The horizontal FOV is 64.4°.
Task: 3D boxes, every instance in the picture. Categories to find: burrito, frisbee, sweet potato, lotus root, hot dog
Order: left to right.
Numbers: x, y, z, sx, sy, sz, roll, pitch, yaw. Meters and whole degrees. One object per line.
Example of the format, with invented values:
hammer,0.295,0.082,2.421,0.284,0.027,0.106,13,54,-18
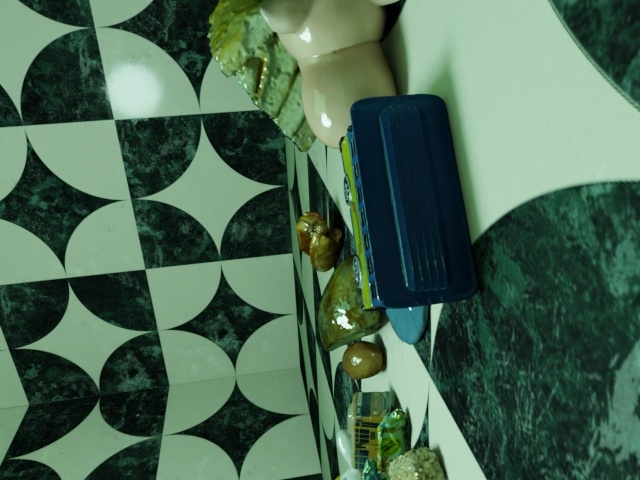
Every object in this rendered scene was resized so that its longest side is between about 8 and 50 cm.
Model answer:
hot dog,0.000,0.000,1.673,0.158,0.117,0.349,53,171,14
lotus root,0.057,0.148,1.165,0.314,0.141,0.210,83,176,-61
sweet potato,0.095,0.307,1.306,0.292,0.097,0.098,120,143,-77
burrito,0.138,0.488,1.089,0.054,0.104,0.288,-131,34,-60
frisbee,0.137,0.056,0.974,0.289,0.049,0.290,174,90,-82

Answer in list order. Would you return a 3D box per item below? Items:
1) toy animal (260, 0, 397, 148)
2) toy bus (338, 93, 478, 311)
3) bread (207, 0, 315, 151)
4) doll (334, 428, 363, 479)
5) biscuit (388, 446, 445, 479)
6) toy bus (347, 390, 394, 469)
toy animal,0.033,-0.327,0.906,0.269,0.236,0.327,79,177,-71
toy bus,0.115,-0.046,0.740,0.175,0.138,0.288,120,143,-78
bread,-0.059,-0.434,1.234,0.395,0.264,0.239,42,-162,-38
doll,0.121,0.658,1.231,0.311,0.159,0.243,-111,31,-56
biscuit,0.173,0.429,0.927,0.168,0.070,0.082,102,156,-59
toy bus,0.114,0.433,1.160,0.091,0.103,0.182,-75,-15,-61
